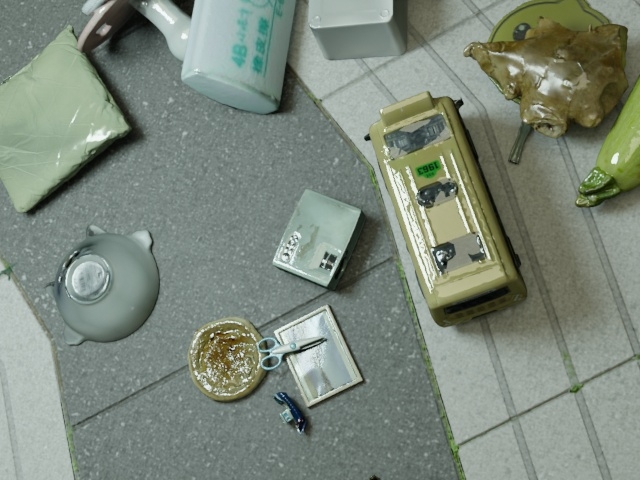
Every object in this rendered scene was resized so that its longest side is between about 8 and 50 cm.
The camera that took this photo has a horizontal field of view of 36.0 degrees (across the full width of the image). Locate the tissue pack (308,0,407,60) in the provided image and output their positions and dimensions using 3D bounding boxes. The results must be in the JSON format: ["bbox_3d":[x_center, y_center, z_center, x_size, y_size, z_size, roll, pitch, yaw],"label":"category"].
[{"bbox_3d":[0.069,-0.470,1.775,0.159,0.136,0.246,-1,75,14],"label":"tissue pack"}]

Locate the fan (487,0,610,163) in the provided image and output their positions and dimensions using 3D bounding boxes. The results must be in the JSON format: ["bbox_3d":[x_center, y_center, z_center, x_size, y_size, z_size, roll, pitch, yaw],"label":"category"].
[{"bbox_3d":[0.387,-0.288,1.713,0.230,0.011,0.335,19,80,18],"label":"fan"}]

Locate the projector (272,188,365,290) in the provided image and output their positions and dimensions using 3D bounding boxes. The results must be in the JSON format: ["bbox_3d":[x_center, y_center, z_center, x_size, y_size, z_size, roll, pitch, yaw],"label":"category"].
[{"bbox_3d":[0.000,0.000,1.712,0.115,0.061,0.147,22,82,19],"label":"projector"}]

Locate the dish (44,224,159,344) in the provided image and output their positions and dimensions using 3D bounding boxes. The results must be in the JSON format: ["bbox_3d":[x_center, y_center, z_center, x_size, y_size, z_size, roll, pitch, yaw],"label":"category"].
[{"bbox_3d":[-0.414,0.074,1.785,0.228,0.086,0.236,10,78,16],"label":"dish"}]

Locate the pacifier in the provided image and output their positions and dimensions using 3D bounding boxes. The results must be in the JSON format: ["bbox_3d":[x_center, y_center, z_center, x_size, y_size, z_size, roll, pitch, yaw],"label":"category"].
[{"bbox_3d":[-0.319,-0.457,1.836,0.332,0.273,0.220,-46,44,1],"label":"pacifier"}]

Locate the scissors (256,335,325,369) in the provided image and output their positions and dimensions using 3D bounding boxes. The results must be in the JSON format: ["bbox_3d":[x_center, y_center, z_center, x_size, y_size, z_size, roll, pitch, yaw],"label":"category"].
[{"bbox_3d":[-0.050,0.182,1.688,0.119,0.014,0.058,-17,69,5],"label":"scissors"}]

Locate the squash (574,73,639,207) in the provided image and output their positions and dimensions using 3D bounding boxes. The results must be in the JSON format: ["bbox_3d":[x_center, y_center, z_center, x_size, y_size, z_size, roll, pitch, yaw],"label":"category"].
[{"bbox_3d":[0.525,-0.161,1.609,0.137,0.137,0.287,35,100,19],"label":"squash"}]

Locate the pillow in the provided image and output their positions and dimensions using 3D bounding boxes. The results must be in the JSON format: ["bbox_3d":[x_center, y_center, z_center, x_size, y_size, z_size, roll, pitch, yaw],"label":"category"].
[{"bbox_3d":[-0.525,-0.231,1.899,0.281,0.076,0.274,-36,68,9],"label":"pillow"}]

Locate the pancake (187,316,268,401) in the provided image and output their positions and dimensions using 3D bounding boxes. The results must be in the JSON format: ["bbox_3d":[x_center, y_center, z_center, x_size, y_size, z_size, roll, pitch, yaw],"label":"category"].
[{"bbox_3d":[-0.165,0.206,1.720,0.152,0.025,0.151,-3,77,13],"label":"pancake"}]

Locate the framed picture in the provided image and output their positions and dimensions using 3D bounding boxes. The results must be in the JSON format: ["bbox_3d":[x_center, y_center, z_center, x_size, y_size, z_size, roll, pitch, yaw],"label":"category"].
[{"bbox_3d":[-0.005,0.198,1.689,0.109,0.011,0.149,-28,71,6],"label":"framed picture"}]

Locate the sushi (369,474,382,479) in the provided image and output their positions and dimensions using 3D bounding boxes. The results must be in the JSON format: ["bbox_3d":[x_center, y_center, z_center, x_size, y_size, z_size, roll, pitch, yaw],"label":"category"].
[{"bbox_3d":[0.120,0.475,1.533,0.212,0.115,0.147,29,82,19],"label":"sushi"}]

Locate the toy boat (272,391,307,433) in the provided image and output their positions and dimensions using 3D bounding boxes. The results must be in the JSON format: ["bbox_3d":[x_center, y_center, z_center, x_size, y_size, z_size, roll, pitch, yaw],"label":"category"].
[{"bbox_3d":[-0.055,0.292,1.664,0.038,0.038,0.083,-40,71,2],"label":"toy boat"}]

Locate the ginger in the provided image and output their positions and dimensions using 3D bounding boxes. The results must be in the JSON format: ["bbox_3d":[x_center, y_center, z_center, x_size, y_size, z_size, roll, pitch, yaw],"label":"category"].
[{"bbox_3d":[0.376,-0.278,1.646,0.270,0.123,0.218,5,73,23],"label":"ginger"}]

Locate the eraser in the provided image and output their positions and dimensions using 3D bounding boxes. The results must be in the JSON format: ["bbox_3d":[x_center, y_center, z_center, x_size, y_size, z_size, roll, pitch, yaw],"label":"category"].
[{"bbox_3d":[-0.141,-0.395,1.791,0.104,0.189,0.290,-12,67,58],"label":"eraser"}]

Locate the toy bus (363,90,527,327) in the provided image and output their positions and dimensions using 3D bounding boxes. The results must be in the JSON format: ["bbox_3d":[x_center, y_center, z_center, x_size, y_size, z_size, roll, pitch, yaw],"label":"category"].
[{"bbox_3d":[0.202,-0.058,1.602,0.177,0.202,0.365,-21,72,9],"label":"toy bus"}]
